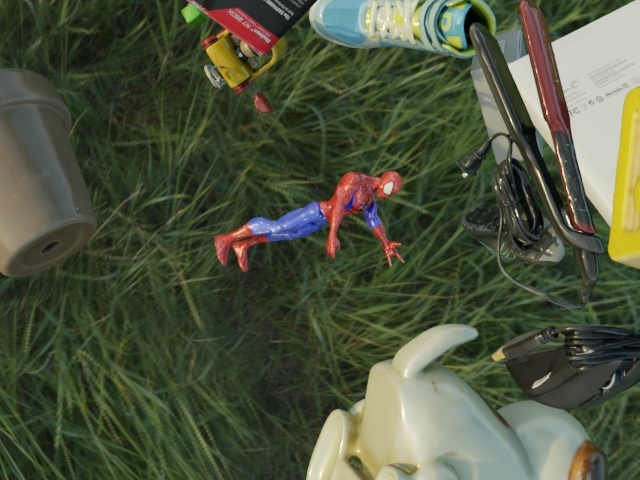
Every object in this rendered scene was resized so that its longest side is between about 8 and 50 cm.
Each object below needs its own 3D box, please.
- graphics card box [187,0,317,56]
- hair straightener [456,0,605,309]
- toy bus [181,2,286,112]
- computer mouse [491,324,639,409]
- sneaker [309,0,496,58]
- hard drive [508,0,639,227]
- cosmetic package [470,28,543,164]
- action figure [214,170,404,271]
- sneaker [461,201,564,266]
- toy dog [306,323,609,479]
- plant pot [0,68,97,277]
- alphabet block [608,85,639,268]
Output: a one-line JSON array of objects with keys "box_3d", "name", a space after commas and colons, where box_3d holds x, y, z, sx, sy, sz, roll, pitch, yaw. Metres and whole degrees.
[{"box_3d": [-0.025, -0.404, 0.888, 0.233, 0.371, 0.094, 30, 28, -41], "name": "graphics card box"}, {"box_3d": [0.152, -0.056, 0.623, 0.047, 0.089, 0.230, -17, 90, -59], "name": "hair straightener"}, {"box_3d": [-0.116, -0.315, 1.346, 0.191, 0.104, 0.202, 33, 29, -56], "name": "toy bus"}, {"box_3d": [0.237, 0.129, 0.802, 0.184, 0.262, 0.060, 6, 74, -20], "name": "computer mouse"}, {"box_3d": [0.149, -0.380, 1.407, 0.319, 0.208, 0.127, -1, 107, -9], "name": "sneaker"}, {"box_3d": [0.435, -0.142, 1.094, 0.233, 0.047, 0.353, -27, 66, -5], "name": "hard drive"}, {"box_3d": [0.380, -0.284, 1.670, 0.238, 0.107, 0.127, 60, 31, -37], "name": "cosmetic package"}, {"box_3d": [0.000, 0.000, 1.158, 0.091, 0.280, 0.139, 20, 46, -63], "name": "action figure"}, {"box_3d": [0.404, -0.002, 1.684, 0.101, 0.267, 0.106, -46, 123, -7], "name": "sneaker"}, {"box_3d": [0.232, 0.332, 1.289, 0.408, 0.284, 0.395, 14, 89, -25], "name": "toy dog"}, {"box_3d": [-0.445, -0.076, 1.195, 0.263, 0.263, 0.229, -29, 78, -25], "name": "plant pot"}, {"box_3d": [0.423, -0.057, 0.795, 0.197, 0.192, 0.193, 17, 73, -20], "name": "alphabet block"}]
